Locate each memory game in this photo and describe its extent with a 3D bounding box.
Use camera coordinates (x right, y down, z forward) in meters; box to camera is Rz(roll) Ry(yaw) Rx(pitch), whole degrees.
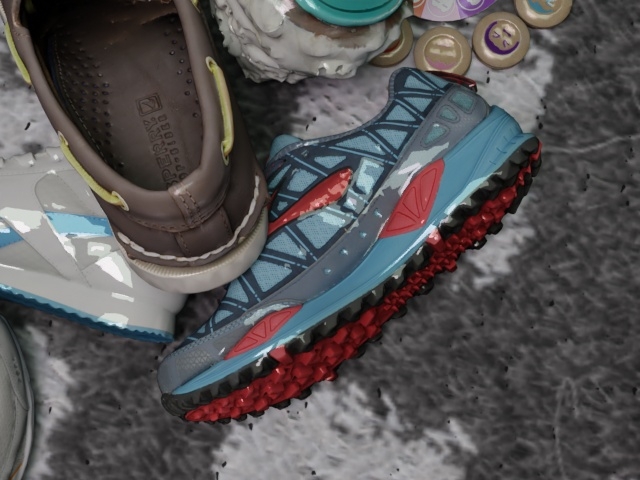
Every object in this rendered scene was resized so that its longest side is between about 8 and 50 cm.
[{"bbox_3d":[0.078,-0.191,0.652,0.186,0.012,0.186,0,84,1],"label":"memory game"}]

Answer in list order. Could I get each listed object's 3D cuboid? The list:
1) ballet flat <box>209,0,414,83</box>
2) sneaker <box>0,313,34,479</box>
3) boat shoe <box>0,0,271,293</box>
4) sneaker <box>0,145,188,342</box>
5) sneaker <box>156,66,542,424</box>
[{"bbox_3d":[-0.055,-0.282,0.604,0.147,0.147,0.409,-11,85,1],"label":"ballet flat"},{"bbox_3d":[-0.214,0.162,0.560,0.099,0.121,0.262,10,87,-19],"label":"sneaker"},{"bbox_3d":[-0.122,-0.126,0.571,0.116,0.097,0.324,-22,65,-7],"label":"boat shoe"},{"bbox_3d":[-0.183,-0.013,0.611,0.228,0.087,0.092,19,78,-3],"label":"sneaker"},{"bbox_3d":[0.000,0.000,0.607,0.262,0.104,0.125,-39,67,-6],"label":"sneaker"}]
